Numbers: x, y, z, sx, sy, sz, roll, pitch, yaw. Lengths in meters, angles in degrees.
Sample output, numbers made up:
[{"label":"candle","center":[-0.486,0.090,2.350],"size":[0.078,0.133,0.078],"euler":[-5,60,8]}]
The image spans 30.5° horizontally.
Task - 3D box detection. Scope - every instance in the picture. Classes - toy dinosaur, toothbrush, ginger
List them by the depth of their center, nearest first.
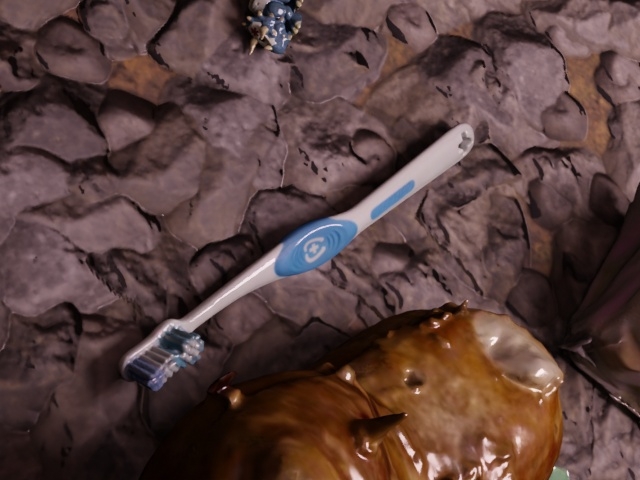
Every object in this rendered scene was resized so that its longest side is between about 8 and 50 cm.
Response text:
[{"label":"ginger","center":[0.028,0.144,0.738],"size":[0.418,0.254,0.176],"euler":[-23,74,-37]},{"label":"toothbrush","center":[-0.003,-0.001,0.901],"size":[0.386,0.040,0.040],"euler":[-36,87,-36]},{"label":"toy dinosaur","center":[-0.041,-0.189,0.962],"size":[0.047,0.030,0.083],"euler":[16,62,-21]}]

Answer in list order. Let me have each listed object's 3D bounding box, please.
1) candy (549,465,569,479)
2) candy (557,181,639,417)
[{"label":"candy","center":[0.218,0.300,0.701],"size":[0.172,0.398,0.263],"euler":[-45,93,-1]},{"label":"candy","center":[0.316,0.059,0.967],"size":[0.185,0.137,0.195],"euler":[41,60,-5]}]
